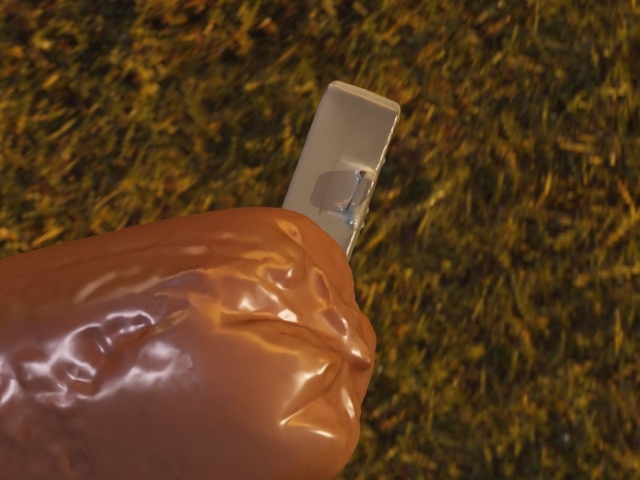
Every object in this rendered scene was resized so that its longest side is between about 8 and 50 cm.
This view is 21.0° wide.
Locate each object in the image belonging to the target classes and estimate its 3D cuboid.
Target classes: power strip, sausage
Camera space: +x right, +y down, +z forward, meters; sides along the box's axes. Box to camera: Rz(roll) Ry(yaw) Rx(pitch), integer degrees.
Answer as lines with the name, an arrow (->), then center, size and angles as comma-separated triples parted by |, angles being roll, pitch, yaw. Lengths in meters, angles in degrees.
power strip -> 0.000, 0.000, 1.013 | 0.043, 0.367, 0.106 | 20, 81, 2
sausage -> -0.116, 0.054, 0.504 | 0.289, 0.086, 0.086 | -15, 105, 27
